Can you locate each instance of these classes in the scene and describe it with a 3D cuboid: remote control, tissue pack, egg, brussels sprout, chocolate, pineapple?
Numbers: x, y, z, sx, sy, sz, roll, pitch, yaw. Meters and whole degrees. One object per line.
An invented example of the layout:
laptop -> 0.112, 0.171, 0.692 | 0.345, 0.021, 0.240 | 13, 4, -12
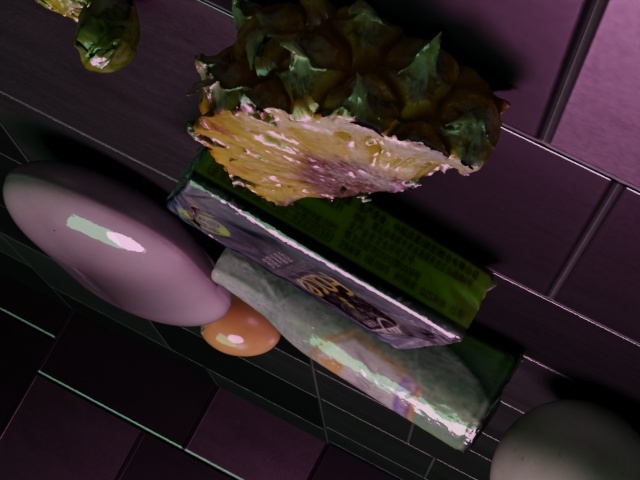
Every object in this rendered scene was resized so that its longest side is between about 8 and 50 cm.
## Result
remote control -> -0.214, 0.008, 1.547 | 0.221, 0.103, 0.332 | 17, 165, 21
tissue pack -> 0.000, 0.000, 1.107 | 0.236, 0.073, 0.173 | 31, 169, -10
egg -> -0.094, 0.101, 1.723 | 0.096, 0.080, 0.080 | 23, 169, -6
brussels sprout -> -0.146, -0.144, 0.907 | 0.083, 0.051, 0.046 | 50, 143, 17
chocolate -> 0.035, 0.083, 1.327 | 0.291, 0.110, 0.110 | 29, 168, 10
egg -> 0.231, 0.221, 1.320 | 0.149, 0.149, 0.192 | 26, 160, 12
pineapple -> -0.011, -0.082, 0.799 | 0.135, 0.079, 0.233 | 25, 165, -26
